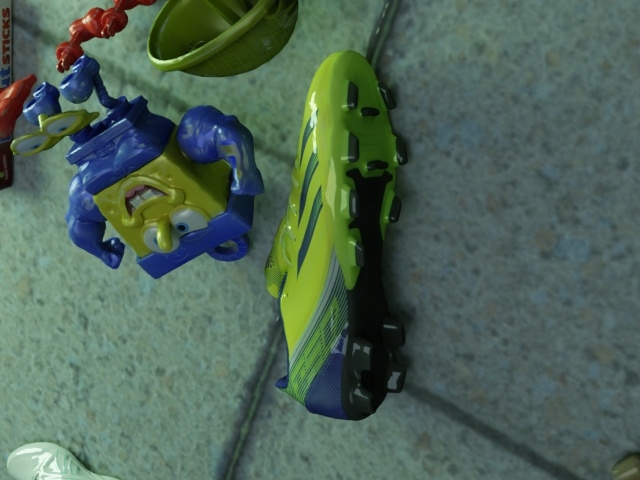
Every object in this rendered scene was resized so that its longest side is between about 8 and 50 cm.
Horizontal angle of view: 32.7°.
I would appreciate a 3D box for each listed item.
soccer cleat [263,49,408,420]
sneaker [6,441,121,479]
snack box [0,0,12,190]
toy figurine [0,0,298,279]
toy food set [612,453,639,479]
[{"bbox_3d":[-0.001,0.001,0.834,0.121,0.093,0.289,9,109,33],"label":"soccer cleat"},{"bbox_3d":[-0.252,0.243,1.062,0.152,0.061,0.054,18,115,24],"label":"sneaker"},{"bbox_3d":[-0.312,-0.138,0.994,0.064,0.022,0.178,14,112,22],"label":"snack box"},{"bbox_3d":[-0.107,-0.080,0.869,0.362,0.191,0.217,-27,122,25],"label":"toy figurine"},{"bbox_3d":[0.259,0.168,0.791,0.078,0.019,0.122,35,111,14],"label":"toy food set"}]
